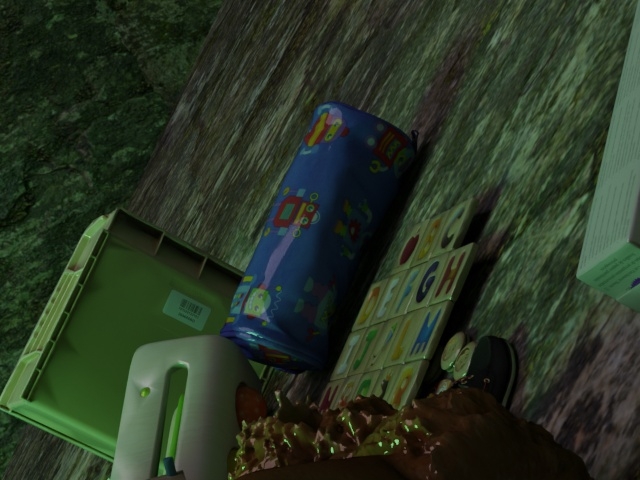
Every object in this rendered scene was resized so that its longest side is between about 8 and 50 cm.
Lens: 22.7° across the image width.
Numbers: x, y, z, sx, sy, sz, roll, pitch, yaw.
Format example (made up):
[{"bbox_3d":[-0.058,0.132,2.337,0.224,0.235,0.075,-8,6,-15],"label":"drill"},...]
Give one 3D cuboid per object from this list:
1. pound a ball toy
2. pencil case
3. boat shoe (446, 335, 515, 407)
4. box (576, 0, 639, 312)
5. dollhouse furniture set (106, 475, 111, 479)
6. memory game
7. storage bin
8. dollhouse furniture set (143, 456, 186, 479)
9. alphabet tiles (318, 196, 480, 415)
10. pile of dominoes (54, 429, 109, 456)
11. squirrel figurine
[{"bbox_3d":[-0.110,0.248,1.660,0.135,0.208,0.319,-8,49,18],"label":"pound a ball toy"},{"bbox_3d":[0.000,0.000,1.734,0.119,0.133,0.306,11,69,37],"label":"pencil case"},{"bbox_3d":[0.120,0.122,1.235,0.049,0.042,0.133,-50,17,47],"label":"boat shoe"},{"bbox_3d":[0.252,-0.099,1.138,0.067,0.063,0.324,-46,21,52],"label":"box"},{"bbox_3d":[-0.235,0.377,1.983,0.182,0.101,0.161,-59,-10,13],"label":"dollhouse furniture set"},{"bbox_3d":[0.084,0.160,1.347,0.186,0.012,0.186,-56,15,23],"label":"memory game"},{"bbox_3d":[-0.201,0.135,1.893,0.260,0.262,0.123,-66,15,-17],"label":"storage bin"},{"bbox_3d":[-0.137,0.319,1.413,0.303,0.286,0.198,-149,45,-77],"label":"dollhouse furniture set"},{"bbox_3d":[0.051,0.124,1.502,0.342,0.011,0.285,-65,11,-15],"label":"alphabet tiles"},{"bbox_3d":[-0.237,0.176,1.963,0.196,0.251,0.040,-66,16,-17],"label":"pile of dominoes"},{"bbox_3d":[-0.003,0.279,1.017,0.397,0.281,0.370,-54,0,-41],"label":"squirrel figurine"}]
